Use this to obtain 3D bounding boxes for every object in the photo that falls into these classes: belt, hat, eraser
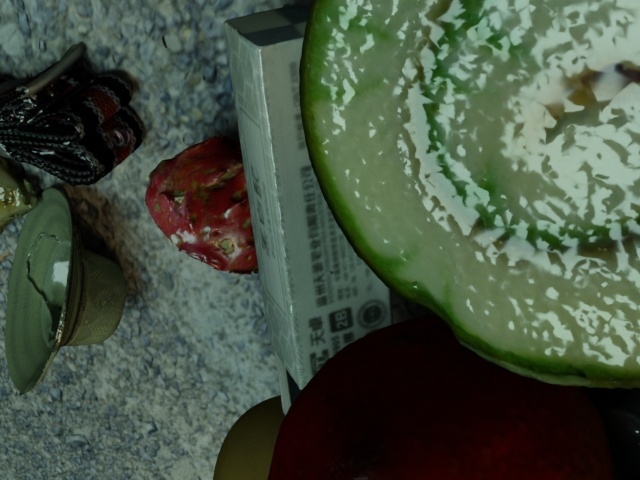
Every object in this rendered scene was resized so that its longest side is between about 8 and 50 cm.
[{"bbox_3d":[-0.344,-0.137,1.209,0.359,0.094,0.126,8,132,37],"label":"belt"},{"bbox_3d":[-0.290,0.066,1.335,0.110,0.252,0.252,10,155,-30],"label":"hat"},{"bbox_3d":[0.000,0.000,0.969,0.096,0.098,0.404,-130,29,-55],"label":"eraser"}]

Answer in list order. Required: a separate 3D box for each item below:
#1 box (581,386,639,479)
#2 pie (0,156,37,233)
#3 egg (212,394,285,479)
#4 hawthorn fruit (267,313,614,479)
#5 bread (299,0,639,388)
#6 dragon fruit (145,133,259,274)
[{"bbox_3d":[0.343,0.238,0.930,0.350,0.058,0.211,44,167,-4],"label":"box"},{"bbox_3d":[-0.455,-0.050,1.416,0.282,0.068,0.129,-22,111,46],"label":"pie"},{"bbox_3d":[0.018,0.311,1.196,0.250,0.250,0.322,-25,100,51],"label":"egg"},{"bbox_3d":[0.071,0.199,0.878,0.265,0.307,0.265,50,155,34],"label":"hawthorn fruit"},{"bbox_3d":[0.164,-0.089,0.734,0.366,0.129,0.382,-16,103,40],"label":"bread"},{"bbox_3d":[-0.076,-0.057,1.036,0.153,0.153,0.111,39,119,4],"label":"dragon fruit"}]
